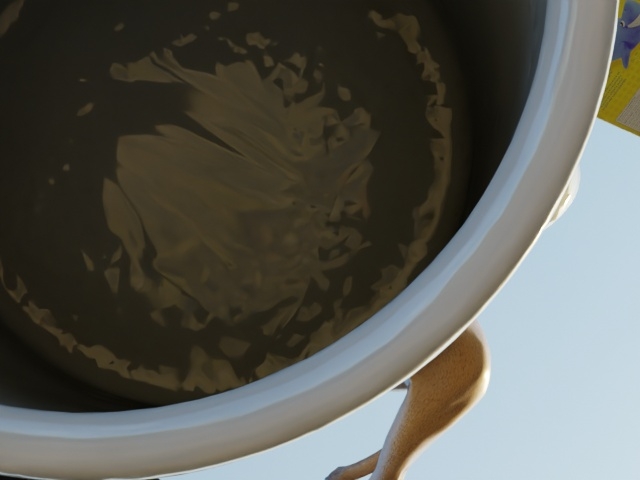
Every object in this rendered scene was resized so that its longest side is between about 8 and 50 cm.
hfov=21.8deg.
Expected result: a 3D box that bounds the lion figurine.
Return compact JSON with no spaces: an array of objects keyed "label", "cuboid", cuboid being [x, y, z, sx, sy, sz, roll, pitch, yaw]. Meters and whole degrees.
[{"label":"lion figurine","cuboid":[0.053,0.056,1.231,0.240,0.142,0.392,-32,-31,-4]}]

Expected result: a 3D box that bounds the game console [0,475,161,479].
[{"label":"game console","cuboid":[-0.203,0.266,0.938,0.342,0.060,0.386,-54,-45,-7]}]

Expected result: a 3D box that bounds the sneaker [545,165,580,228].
[{"label":"sneaker","cuboid":[0.000,0.000,0.991,0.321,0.126,0.127,-38,-38,-1]}]

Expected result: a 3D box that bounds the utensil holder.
[{"label":"utensil holder","cuboid":[-0.066,-0.066,0.694,0.328,0.327,0.385,-31,-7,-2]}]

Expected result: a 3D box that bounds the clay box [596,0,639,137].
[{"label":"clay box","cuboid":[0.184,-0.160,1.145,0.222,0.053,0.127,20,-68,-33]}]
